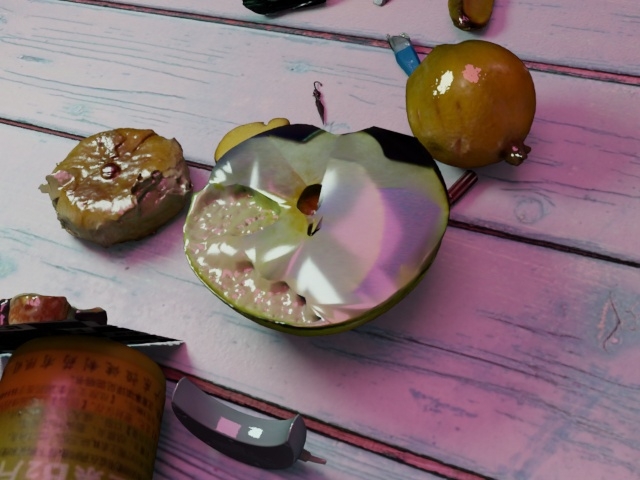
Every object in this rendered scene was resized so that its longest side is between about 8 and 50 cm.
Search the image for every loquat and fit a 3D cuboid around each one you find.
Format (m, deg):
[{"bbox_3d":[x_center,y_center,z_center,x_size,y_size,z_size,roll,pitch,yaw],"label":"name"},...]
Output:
[{"bbox_3d":[0.259,-0.211,1.270,0.213,0.213,0.246,-30,64,-10],"label":"loquat"}]

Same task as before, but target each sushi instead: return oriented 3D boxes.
[{"bbox_3d":[-0.403,0.107,1.087,0.319,0.339,0.069,-6,77,10],"label":"sushi"}]

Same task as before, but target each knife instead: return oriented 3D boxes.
[{"bbox_3d":[0.185,-0.303,1.461,0.044,0.026,0.297,-18,55,2],"label":"knife"}]

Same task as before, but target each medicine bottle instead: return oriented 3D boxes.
[{"bbox_3d":[-0.332,0.332,0.974,0.224,0.224,0.385,-3,54,10],"label":"medicine bottle"}]

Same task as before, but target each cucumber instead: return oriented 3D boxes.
[{"bbox_3d":[-0.080,-0.532,1.653,0.192,0.115,0.086,-7,96,1],"label":"cucumber"}]

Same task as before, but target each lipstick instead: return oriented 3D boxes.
[{"bbox_3d":[0.196,-0.053,1.270,0.027,0.027,0.176,35,69,31],"label":"lipstick"}]

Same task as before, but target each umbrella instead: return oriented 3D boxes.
[{"bbox_3d":[-0.005,-0.266,1.480,0.022,0.013,0.122,4,51,-11],"label":"umbrella"}]

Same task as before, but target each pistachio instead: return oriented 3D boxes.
[{"bbox_3d":[0.300,-0.474,1.546,0.089,0.049,0.173,23,56,-2],"label":"pistachio"}]

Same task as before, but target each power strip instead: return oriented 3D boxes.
[{"bbox_3d":[-0.094,0.256,1.032,0.215,0.137,0.044,15,52,16],"label":"power strip"}]

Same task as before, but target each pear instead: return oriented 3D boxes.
[{"bbox_3d":[-0.001,0.005,1.180,0.398,0.165,0.399,-6,53,8],"label":"pear"}]

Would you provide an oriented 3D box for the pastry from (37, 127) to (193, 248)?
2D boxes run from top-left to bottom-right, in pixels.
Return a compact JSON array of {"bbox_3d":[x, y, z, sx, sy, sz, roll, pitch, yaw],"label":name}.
[{"bbox_3d":[-0.359,-0.107,1.368,0.257,0.121,0.236,-33,54,-13],"label":"pastry"}]

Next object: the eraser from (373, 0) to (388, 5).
[{"bbox_3d":[0.152,-0.536,1.643,0.099,0.019,0.027,-42,56,-20],"label":"eraser"}]

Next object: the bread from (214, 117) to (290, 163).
[{"bbox_3d":[-0.128,-0.140,1.387,0.149,0.065,0.188,6,58,29],"label":"bread"}]
